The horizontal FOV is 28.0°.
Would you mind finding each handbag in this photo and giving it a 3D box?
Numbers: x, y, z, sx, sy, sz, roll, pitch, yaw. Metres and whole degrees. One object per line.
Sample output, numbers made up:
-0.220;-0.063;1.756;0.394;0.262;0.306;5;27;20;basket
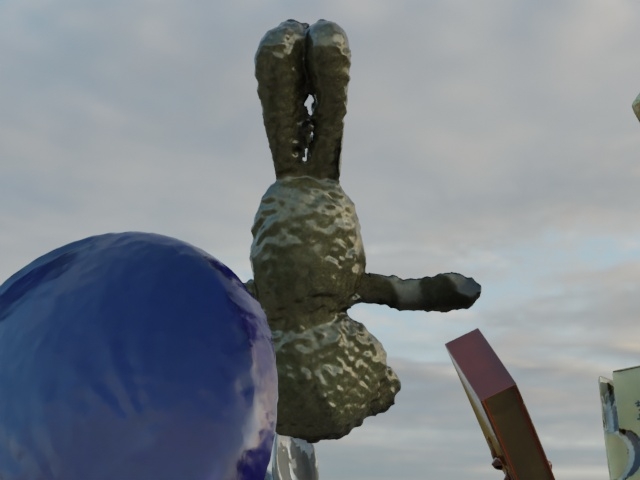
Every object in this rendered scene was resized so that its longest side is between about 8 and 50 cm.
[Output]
0.212;0.211;1.485;0.062;0.127;0.190;-27;-59;-1;handbag

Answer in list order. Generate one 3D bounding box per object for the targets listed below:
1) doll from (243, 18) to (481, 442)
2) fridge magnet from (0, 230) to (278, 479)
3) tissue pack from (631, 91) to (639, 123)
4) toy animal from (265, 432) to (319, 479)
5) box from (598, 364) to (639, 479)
-0.017;0.004;0.904;0.202;0.286;0.091;-28;16;1;doll
-0.137;0.119;0.745;0.265;0.265;0.112;-6;-30;29;fridge magnet
0.548;-0.215;1.738;0.159;0.234;0.125;-4;-53;44;tissue pack
-0.007;0.250;1.035;0.131;0.127;0.181;-43;-65;14;toy animal
0.181;0.070;0.479;0.149;0.073;0.020;-15;-33;24;box
